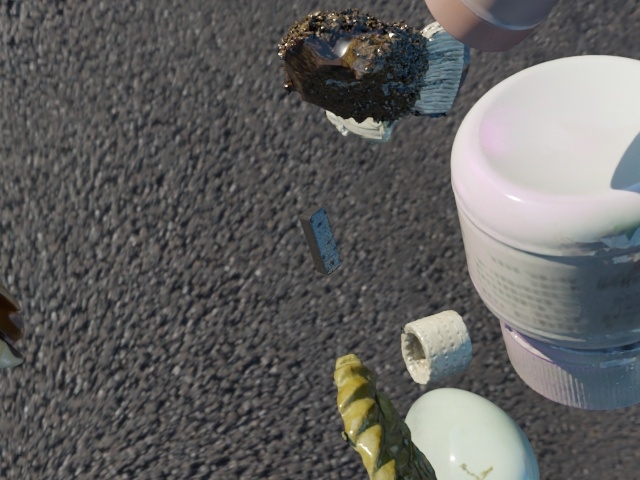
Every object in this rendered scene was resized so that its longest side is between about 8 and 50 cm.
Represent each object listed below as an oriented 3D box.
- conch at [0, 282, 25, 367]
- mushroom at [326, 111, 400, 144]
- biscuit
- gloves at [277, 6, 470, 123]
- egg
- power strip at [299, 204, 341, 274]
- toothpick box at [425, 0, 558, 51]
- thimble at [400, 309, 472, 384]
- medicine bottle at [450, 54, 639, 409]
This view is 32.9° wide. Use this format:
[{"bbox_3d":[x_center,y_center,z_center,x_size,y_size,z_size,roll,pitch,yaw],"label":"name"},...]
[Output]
[{"bbox_3d":[-0.351,0.074,1.043,0.176,0.094,0.105,26,57,-29],"label":"conch"},{"bbox_3d":[0.040,-0.252,1.887,0.096,0.099,0.278,-24,43,-28],"label":"mushroom"},{"bbox_3d":[0.091,0.254,1.083,0.036,0.187,0.274,-27,113,12],"label":"biscuit"},{"bbox_3d":[0.085,-0.269,1.675,0.312,0.210,0.135,-5,67,-19],"label":"gloves"},{"bbox_3d":[0.212,0.320,1.582,0.182,0.183,0.264,-7,33,-18],"label":"egg"},{"bbox_3d":[0.000,0.000,1.674,0.038,0.029,0.111,-36,124,-31],"label":"power strip"},{"bbox_3d":[0.149,-0.214,0.775,0.098,0.149,0.099,10,64,-22],"label":"toothpick box"},{"bbox_3d":[0.190,0.173,1.758,0.090,0.115,0.102,-17,73,-18],"label":"thimble"},{"bbox_3d":[0.263,0.001,1.062,0.241,0.302,0.241,-9,44,9],"label":"medicine bottle"}]
